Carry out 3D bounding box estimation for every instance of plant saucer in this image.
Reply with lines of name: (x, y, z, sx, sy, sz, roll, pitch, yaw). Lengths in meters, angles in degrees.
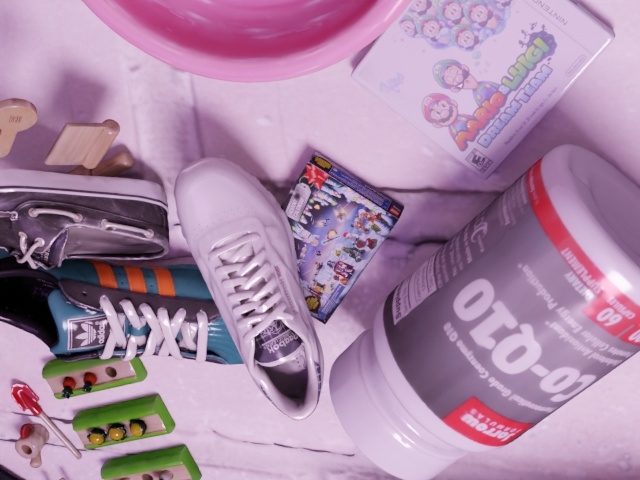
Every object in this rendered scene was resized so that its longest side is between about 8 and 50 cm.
plant saucer: (-0.058, -0.285, 0.743, 0.332, 0.084, 0.332, 7, 119, 14)

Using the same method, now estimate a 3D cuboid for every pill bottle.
pill bottle: (0.146, 0.070, 0.824, 0.161, 0.161, 0.283, 41, 120, -7)

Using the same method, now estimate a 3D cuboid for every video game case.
video game case: (0.124, -0.146, 0.799, 0.143, 0.019, 0.157, 37, 121, -4)

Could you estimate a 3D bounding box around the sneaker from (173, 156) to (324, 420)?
sneaker: (-0.053, 0.039, 0.858, 0.090, 0.095, 0.235, -24, 107, 3)

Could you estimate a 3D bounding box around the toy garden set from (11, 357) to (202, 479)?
toy garden set: (-0.244, 0.242, 1.096, 0.204, 0.049, 0.244, -15, 112, 23)

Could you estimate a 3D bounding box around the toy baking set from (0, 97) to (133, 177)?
toy baking set: (-0.297, -0.060, 0.893, 0.256, 0.030, 0.197, -27, 151, 24)

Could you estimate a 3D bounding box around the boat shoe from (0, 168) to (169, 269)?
boat shoe: (-0.240, -0.015, 0.886, 0.219, 0.070, 0.078, -1, 152, -17)

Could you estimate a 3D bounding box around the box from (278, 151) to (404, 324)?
box: (0.000, 0.000, 0.908, 0.094, 0.027, 0.137, 32, 121, -1)

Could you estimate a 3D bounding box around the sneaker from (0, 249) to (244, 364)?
sneaker: (-0.185, 0.073, 0.947, 0.302, 0.121, 0.108, 12, 119, 9)

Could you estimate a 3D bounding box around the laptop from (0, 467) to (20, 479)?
laptop: (-0.482, 0.358, 1.178, 0.234, 0.136, 0.264, 32, 121, -2)
